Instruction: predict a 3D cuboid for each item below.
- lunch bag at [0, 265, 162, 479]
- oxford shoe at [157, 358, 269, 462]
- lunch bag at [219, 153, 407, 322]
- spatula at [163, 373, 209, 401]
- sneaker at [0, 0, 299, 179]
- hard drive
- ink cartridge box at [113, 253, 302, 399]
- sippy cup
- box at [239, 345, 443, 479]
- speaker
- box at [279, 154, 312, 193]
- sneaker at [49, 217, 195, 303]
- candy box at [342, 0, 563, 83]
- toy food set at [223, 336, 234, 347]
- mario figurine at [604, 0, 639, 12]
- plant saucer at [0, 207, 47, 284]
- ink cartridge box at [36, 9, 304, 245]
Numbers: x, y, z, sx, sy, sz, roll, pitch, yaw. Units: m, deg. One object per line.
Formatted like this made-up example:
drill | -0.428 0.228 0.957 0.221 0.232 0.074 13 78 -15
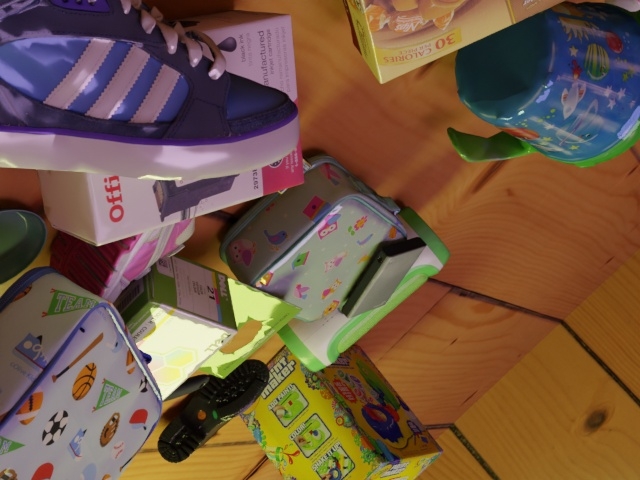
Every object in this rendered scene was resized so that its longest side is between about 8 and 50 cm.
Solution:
lunch bag | -0.277 0.179 0.960 0.243 0.115 0.303 -57 160 -27
oxford shoe | -0.181 0.283 1.592 0.227 0.083 0.096 -39 173 -1
lunch bag | 0.000 0.000 1.321 0.224 0.108 0.279 -45 155 7
spatula | -0.287 0.241 1.396 0.296 0.030 0.084 -6 139 -43
sneaker | -0.151 -0.176 0.671 0.323 0.130 0.236 -1 115 -24
hard drive | 0.094 0.056 1.391 0.094 0.022 0.135 -16 147 -46
ink cartridge box | -0.165 0.130 1.180 0.255 0.097 0.189 25 125 -36
sippy cup | 0.310 -0.229 1.265 0.224 0.240 0.305 5 108 -44
box | 0.035 0.354 1.748 0.177 0.279 0.290 -47 155 15
speaker | 0.067 0.080 1.525 0.296 0.131 0.131 -41 155 2
box | -0.074 -0.113 1.086 0.054 0.059 0.169 -41 155 8
sneaker | -0.203 -0.006 1.034 0.252 0.103 0.111 -48 152 19
candy box | 0.172 -0.312 0.963 0.317 0.087 0.183 -25 143 -3
toy food set | -0.169 0.150 1.434 0.083 0.020 0.083 -28 153 -24
mario figurine | 0.503 -0.435 1.339 0.198 0.170 0.320 -7 147 15
plant saucer | -0.341 0.005 0.956 0.119 0.021 0.119 -32 155 -18
ink cartridge box | -0.141 -0.113 0.869 0.237 0.100 0.171 -20 116 -36
